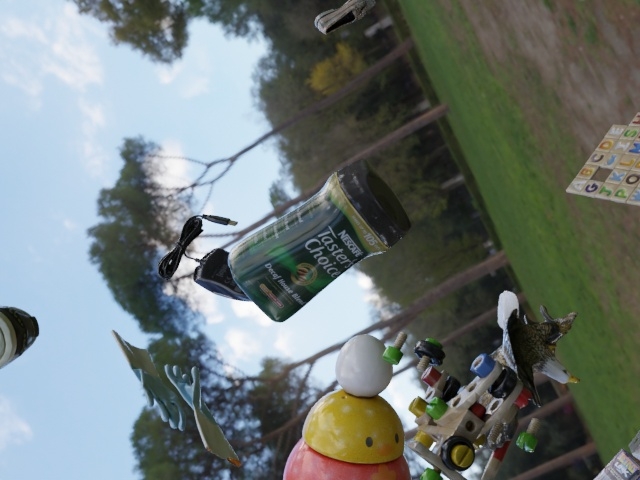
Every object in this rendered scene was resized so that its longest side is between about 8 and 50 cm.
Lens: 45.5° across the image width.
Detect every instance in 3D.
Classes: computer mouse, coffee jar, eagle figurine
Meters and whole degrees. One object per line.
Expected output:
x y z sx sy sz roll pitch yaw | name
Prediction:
-0.191 0.040 1.594 0.060 0.261 0.184 81 -154 -53 | computer mouse
0.000 0.000 0.802 0.096 0.184 0.079 49 -166 -22 | coffee jar
0.405 0.244 1.532 0.298 0.225 0.227 -30 -77 -36 | eagle figurine

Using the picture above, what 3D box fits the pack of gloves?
-0.218 0.233 1.205 0.195 0.046 0.232 45 178 -40 | pack of gloves

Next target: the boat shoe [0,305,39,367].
-0.394 0.105 0.745 0.079 0.232 0.084 -68 -30 -79 | boat shoe

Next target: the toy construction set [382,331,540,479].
0.253 0.358 1.385 0.257 0.237 0.309 1 142 51 | toy construction set

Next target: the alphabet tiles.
0.661 -0.179 1.617 0.009 0.237 0.198 44 168 -30 | alphabet tiles

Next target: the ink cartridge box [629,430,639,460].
0.603 0.395 1.399 0.028 0.048 0.083 -9 116 58 | ink cartridge box

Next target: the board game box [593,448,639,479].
0.425 0.380 1.051 0.170 0.141 0.048 36 -173 -30 | board game box

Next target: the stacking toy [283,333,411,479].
0.058 0.425 1.547 0.350 0.350 0.481 -55 -29 -78 | stacking toy

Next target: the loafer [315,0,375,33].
0.052 -0.429 1.461 0.039 0.125 0.045 61 173 32 | loafer
